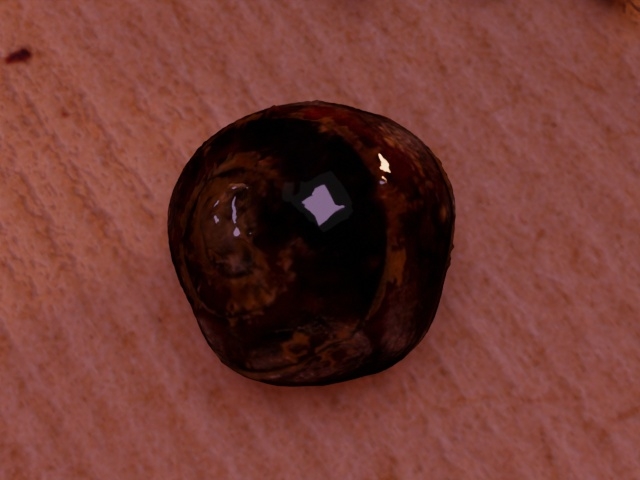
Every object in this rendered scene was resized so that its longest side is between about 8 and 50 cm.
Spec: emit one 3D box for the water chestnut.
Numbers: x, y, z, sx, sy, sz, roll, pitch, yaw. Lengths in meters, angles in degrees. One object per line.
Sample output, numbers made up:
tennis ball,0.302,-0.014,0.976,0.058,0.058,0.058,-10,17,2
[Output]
water chestnut,0.000,0.000,1.349,0.224,0.238,0.223,9,108,28
